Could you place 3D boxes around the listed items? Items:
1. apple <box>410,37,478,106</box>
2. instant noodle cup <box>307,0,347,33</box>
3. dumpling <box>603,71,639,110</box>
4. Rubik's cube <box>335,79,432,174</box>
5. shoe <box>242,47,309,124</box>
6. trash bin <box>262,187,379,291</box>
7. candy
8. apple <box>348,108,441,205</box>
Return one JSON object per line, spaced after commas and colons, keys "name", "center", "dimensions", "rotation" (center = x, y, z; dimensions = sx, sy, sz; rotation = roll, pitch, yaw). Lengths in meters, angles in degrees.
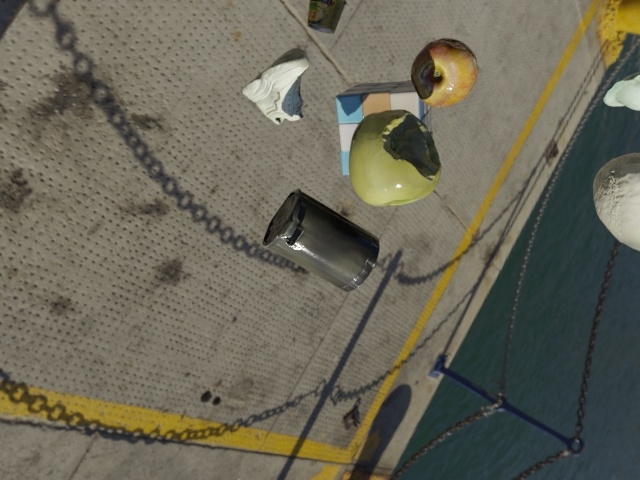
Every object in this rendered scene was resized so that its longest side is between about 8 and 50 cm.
{"name": "apple", "center": [0.396, -0.538, 1.427], "dimensions": [0.187, 0.210, 0.211], "rotation": [-31, 126, -44]}
{"name": "instant noodle cup", "center": [0.016, -0.879, 1.712], "dimensions": [0.151, 0.151, 0.122], "rotation": [0, 112, -41]}
{"name": "dumpling", "center": [1.087, -0.515, 1.537], "dimensions": [0.216, 0.149, 0.105], "rotation": [15, 103, -34]}
{"name": "Rubik's cube", "center": [0.286, -0.484, 1.892], "dimensions": [0.347, 0.346, 0.345], "rotation": [-53, 142, -56]}
{"name": "shoe", "center": [-0.116, -0.525, 1.563], "dimensions": [0.211, 0.341, 0.132], "rotation": [49, 59, -21]}
{"name": "trash bin", "center": [0.000, 0.000, 1.339], "dimensions": [0.301, 0.252, 0.203], "rotation": [30, 100, -21]}
{"name": "candy", "center": [0.688, -0.062, 0.900], "dimensions": [0.295, 0.295, 0.185], "rotation": [35, 91, -43]}
{"name": "apple", "center": [0.202, -0.218, 1.237], "dimensions": [0.279, 0.279, 0.280], "rotation": [-17, 117, -36]}
